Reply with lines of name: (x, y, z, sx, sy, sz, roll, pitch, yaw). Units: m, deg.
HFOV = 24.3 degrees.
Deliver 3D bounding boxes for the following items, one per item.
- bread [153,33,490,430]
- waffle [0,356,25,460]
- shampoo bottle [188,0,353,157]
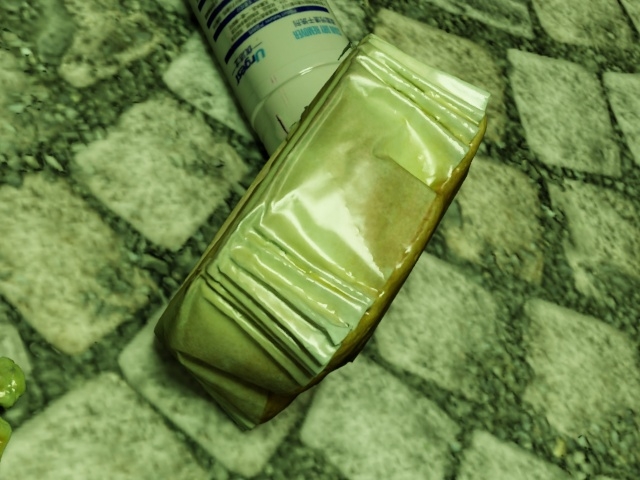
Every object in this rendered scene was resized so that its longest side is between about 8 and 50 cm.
bread: (0.002, -0.001, 0.885, 0.109, 0.192, 0.210, 34, 62, -4)
waffle: (-0.255, 0.084, 0.792, 0.183, 0.036, 0.169, 31, 48, -8)
shampoo bottle: (-0.030, -0.144, 1.065, 0.092, 0.092, 0.303, -12, 64, -37)
